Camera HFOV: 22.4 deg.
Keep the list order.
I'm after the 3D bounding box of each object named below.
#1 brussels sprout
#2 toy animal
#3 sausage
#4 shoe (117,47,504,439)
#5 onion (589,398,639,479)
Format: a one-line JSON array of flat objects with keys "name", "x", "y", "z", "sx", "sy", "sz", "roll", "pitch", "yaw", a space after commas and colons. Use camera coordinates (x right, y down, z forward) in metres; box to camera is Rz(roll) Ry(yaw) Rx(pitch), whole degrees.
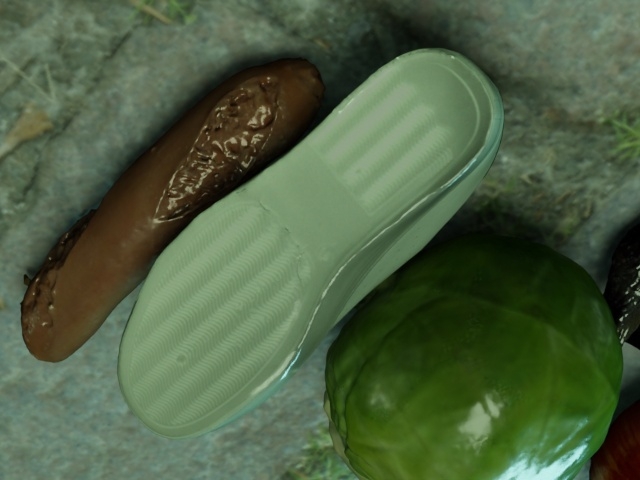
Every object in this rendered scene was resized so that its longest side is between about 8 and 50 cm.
[{"name": "brussels sprout", "x": 0.113, "y": 0.104, "z": 1.255, "sx": 0.244, "sy": 0.244, "sz": 0.244, "roll": -2, "pitch": 123, "yaw": -4}, {"name": "toy animal", "x": 0.265, "y": 0.026, "z": 1.305, "sx": 0.105, "sy": 0.070, "sz": 0.202, "roll": -16, "pitch": 127, "yaw": -49}, {"name": "sausage", "x": -0.124, "y": -0.024, "z": 1.229, "sx": 0.327, "sy": 0.087, "sz": 0.079, "roll": -42, "pitch": 76, "yaw": 21}, {"name": "shoe", "x": 0.000, "y": 0.000, "z": 1.211, "sx": 0.363, "sy": 0.160, "sz": 0.132, "roll": -45, "pitch": 80, "yaw": 15}, {"name": "onion", "x": 0.348, "y": 0.228, "z": 1.387, "sx": 0.230, "sy": 0.163, "sz": 0.230, "roll": -7, "pitch": 129, "yaw": -9}]
